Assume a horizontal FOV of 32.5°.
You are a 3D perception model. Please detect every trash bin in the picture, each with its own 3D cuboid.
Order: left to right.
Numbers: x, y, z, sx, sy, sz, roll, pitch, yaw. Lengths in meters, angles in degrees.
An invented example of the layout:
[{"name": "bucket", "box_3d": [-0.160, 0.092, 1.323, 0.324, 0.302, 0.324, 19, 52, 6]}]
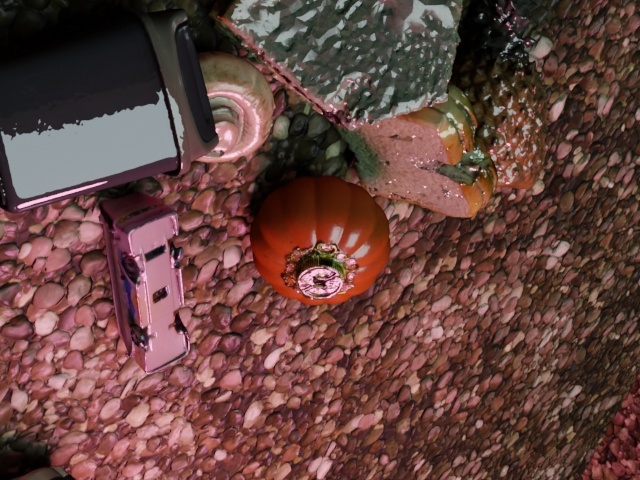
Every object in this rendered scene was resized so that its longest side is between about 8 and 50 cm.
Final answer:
[{"name": "trash bin", "box_3d": [-0.274, -0.159, 1.320, 0.290, 0.182, 0.209, -22, 111, -25]}]

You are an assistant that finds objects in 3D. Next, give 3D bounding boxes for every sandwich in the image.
[{"name": "sandwich", "box_3d": [0.049, -0.296, 1.465, 0.325, 0.131, 0.262, 37, 92, -14]}, {"name": "sandwich", "box_3d": [0.143, -0.154, 1.693, 0.095, 0.249, 0.273, -57, 145, -19]}]

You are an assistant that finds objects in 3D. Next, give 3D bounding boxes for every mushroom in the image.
[{"name": "mushroom", "box_3d": [-0.140, -0.174, 1.481, 0.166, 0.127, 0.166, -12, 142, -10]}]

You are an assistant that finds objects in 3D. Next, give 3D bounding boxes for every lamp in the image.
[{"name": "lamp", "box_3d": [0.000, 0.000, 1.717, 0.223, 0.196, 0.223, 1, 131, 1]}]

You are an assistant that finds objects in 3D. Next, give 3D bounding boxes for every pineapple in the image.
[{"name": "pineapple", "box_3d": [0.297, -0.268, 1.812, 0.202, 0.202, 0.362, -12, 120, -39]}]

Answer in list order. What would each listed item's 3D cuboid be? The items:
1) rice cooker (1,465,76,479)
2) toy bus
[{"name": "rice cooker", "box_3d": [-0.421, 0.462, 1.628, 0.226, 0.244, 0.226, -45, 165, -15]}, {"name": "toy bus", "box_3d": [-0.253, 0.059, 1.578, 0.090, 0.112, 0.274, -25, 134, -29]}]
